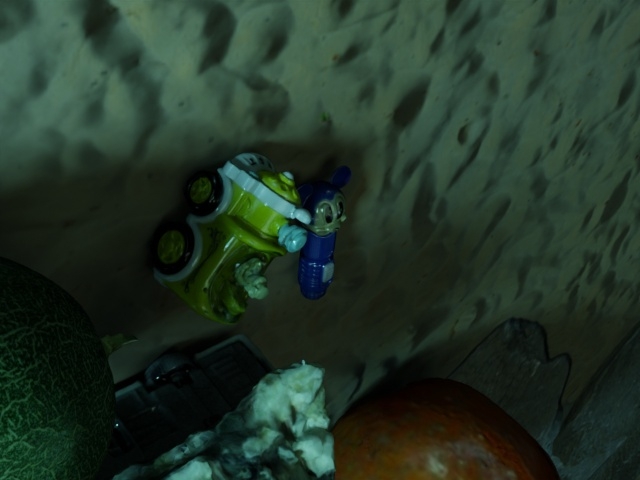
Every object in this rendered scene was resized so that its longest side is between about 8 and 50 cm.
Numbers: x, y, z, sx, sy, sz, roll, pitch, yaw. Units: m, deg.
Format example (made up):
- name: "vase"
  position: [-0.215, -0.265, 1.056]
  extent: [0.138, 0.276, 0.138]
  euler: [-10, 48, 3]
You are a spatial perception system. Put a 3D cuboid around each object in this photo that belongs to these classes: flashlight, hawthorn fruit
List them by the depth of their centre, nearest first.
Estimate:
- name: "flashlight"
  position: [0.000, 0.000, 0.712]
  extent: [0.057, 0.035, 0.121]
  euler: [-27, 141, -30]
- name: "hawthorn fruit"
  position: [0.134, 0.286, 0.925]
  extent: [0.276, 0.307, 0.276]
  euler: [-38, 141, -39]

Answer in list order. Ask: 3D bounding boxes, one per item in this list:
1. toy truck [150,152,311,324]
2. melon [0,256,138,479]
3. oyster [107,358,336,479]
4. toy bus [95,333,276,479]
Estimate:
- name: "toy truck"
  position: [-0.051, 0.000, 0.615]
  extent: [0.111, 0.077, 0.076]
  euler: [-55, 147, 10]
- name: "melon"
  position: [-0.215, 0.099, 0.432]
  extent: [0.287, 0.182, 0.182]
  euler: [-25, 140, -34]
- name: "oyster"
  position: [-0.113, 0.197, 0.511]
  extent: [0.351, 0.162, 0.158]
  euler: [-42, 166, -26]
- name: "toy bus"
  position: [-0.147, 0.163, 0.664]
  extent: [0.268, 0.092, 0.106]
  euler: [-23, 148, -34]
